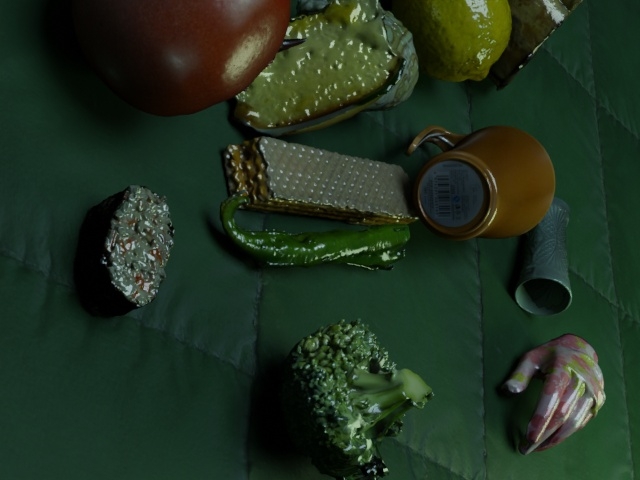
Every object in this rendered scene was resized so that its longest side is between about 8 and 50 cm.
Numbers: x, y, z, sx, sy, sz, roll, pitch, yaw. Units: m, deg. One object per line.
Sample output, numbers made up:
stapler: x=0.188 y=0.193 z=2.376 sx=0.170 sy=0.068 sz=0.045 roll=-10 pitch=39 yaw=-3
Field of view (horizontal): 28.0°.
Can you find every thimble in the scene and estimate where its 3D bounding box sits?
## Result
thimble: x=0.048 y=-0.276 z=1.881 sx=0.190 sy=0.137 sz=0.143 roll=55 pitch=33 yaw=12

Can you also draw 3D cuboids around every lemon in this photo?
lemon: x=0.213 y=-0.365 z=2.098 sx=0.192 sy=0.192 sz=0.231 roll=-40 pitch=109 yaw=-54

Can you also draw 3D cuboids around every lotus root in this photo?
lotus root: x=0.356 y=-0.447 z=2.262 sx=0.250 sy=0.316 sz=0.316 roll=48 pitch=38 yaw=-7

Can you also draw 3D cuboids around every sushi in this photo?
sushi: x=-0.215 y=0.010 z=1.415 sx=0.090 sy=0.078 sz=0.150 roll=39 pitch=45 yaw=-34

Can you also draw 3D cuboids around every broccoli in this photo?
broccoli: x=0.042 y=0.202 z=1.576 sx=0.226 sy=0.176 sz=0.198 roll=18 pitch=61 yaw=-30

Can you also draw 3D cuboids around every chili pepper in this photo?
chili pepper: x=0.000 y=0.000 z=1.710 sx=0.359 sy=0.085 sz=0.076 roll=7 pitch=38 yaw=-52

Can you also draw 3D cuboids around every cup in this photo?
cup: x=0.229 y=-0.095 z=1.970 sx=0.226 sy=0.182 sz=0.264 roll=40 pitch=21 yaw=14

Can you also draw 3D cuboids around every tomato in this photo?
tomato: x=-0.161 y=-0.273 z=1.483 sx=0.224 sy=0.255 sz=0.256 roll=61 pitch=25 yaw=-57

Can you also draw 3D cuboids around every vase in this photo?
vase: x=0.390 y=0.020 z=2.216 sx=0.096 sy=0.096 sz=0.219 roll=46 pitch=37 yaw=-28

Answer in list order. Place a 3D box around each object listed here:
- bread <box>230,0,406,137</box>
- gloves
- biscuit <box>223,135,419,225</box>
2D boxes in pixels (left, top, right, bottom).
bread: x=-0.023 y=-0.235 z=1.768 sx=0.133 sy=0.251 sz=0.174 roll=138 pitch=-69 yaw=-81
gloves: x=0.379 y=0.245 z=2.054 sx=0.145 sy=0.126 sz=0.241 roll=62 pitch=27 yaw=-17
biscuit: x=0.012 y=-0.078 z=1.789 sx=0.378 sy=0.054 sz=0.094 roll=7 pitch=66 yaw=-52
